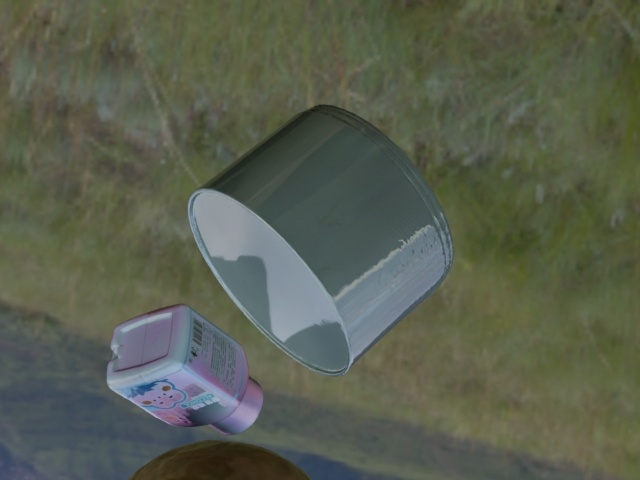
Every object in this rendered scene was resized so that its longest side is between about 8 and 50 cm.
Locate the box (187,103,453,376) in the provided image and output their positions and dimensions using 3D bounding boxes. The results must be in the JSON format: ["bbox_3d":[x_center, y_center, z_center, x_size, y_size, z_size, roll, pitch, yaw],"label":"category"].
[{"bbox_3d":[0.000,0.000,1.134,0.149,0.226,0.226,-39,-161,-23],"label":"box"}]

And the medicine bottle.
[{"bbox_3d":[-0.155,0.163,1.400,0.119,0.094,0.188,-19,140,27],"label":"medicine bottle"}]

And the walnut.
[{"bbox_3d":[-0.125,0.415,1.506,0.333,0.332,0.333,8,177,0],"label":"walnut"}]
